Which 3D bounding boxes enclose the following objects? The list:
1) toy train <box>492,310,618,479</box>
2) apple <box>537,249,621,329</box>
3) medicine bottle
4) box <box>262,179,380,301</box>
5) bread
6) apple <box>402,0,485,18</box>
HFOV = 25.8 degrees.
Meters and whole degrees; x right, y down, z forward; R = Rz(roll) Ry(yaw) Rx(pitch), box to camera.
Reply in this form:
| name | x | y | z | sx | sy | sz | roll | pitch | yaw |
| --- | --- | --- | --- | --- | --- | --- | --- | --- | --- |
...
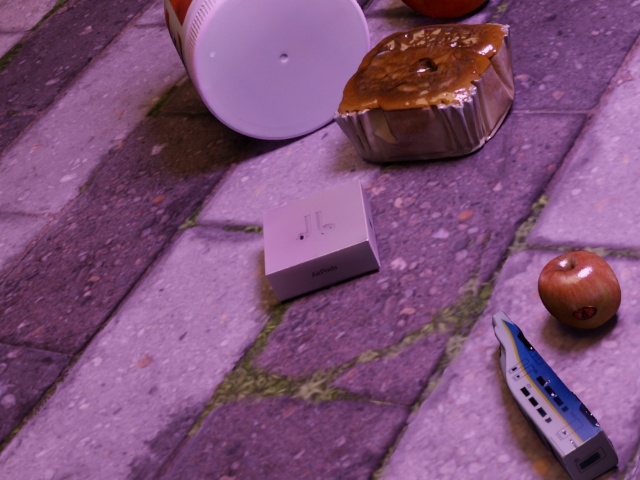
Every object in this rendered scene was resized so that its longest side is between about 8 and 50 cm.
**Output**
| name | x | y | z | sx | sy | sz | roll | pitch | yaw |
| --- | --- | --- | --- | --- | --- | --- | --- | --- | --- |
| toy train | 0.209 | 0.144 | 1.356 | 0.051 | 0.052 | 0.234 | -32 | 34 | -2 |
| apple | 0.265 | 0.052 | 1.428 | 0.084 | 0.071 | 0.084 | -19 | 26 | 10 |
| medicine bottle | -0.081 | -0.302 | 1.966 | 0.252 | 0.252 | 0.241 | -27 | 33 | -2 |
| box | 0.000 | 0.000 | 1.686 | 0.130 | 0.051 | 0.129 | -20 | 34 | 10 |
| bread | 0.139 | -0.196 | 1.809 | 0.209 | 0.110 | 0.192 | -1 | 42 | 32 |
| apple | 0.180 | -0.399 | 2.039 | 0.163 | 0.139 | 0.163 | -28 | 33 | 20 |
